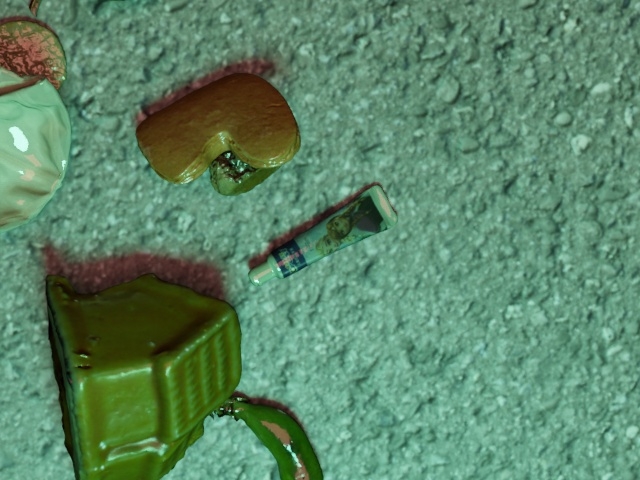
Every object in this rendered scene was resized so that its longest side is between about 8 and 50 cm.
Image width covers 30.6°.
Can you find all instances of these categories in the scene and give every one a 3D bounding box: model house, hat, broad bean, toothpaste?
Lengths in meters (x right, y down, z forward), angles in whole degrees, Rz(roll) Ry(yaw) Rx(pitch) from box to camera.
[{"bbox_3d":[-0.218,0.179,1.497,0.239,0.173,0.268,-10,121,-17],"label":"model house"},{"bbox_3d":[-0.448,-0.132,1.473,0.226,0.164,0.219,29,84,14],"label":"hat"},{"bbox_3d":[-0.064,0.344,1.564,0.144,0.049,0.292,-9,91,1],"label":"broad bean"},{"bbox_3d":[0.000,0.000,1.561,0.216,0.037,0.062,-29,94,-9],"label":"toothpaste"}]

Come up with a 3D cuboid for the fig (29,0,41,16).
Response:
[{"bbox_3d":[-0.289,-0.358,1.492,0.201,0.146,0.133,-12,90,34],"label":"fig"}]

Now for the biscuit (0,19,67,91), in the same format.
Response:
[{"bbox_3d":[-0.388,-0.228,1.520,0.120,0.015,0.120,0,92,-6],"label":"biscuit"}]

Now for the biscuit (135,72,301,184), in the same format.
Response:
[{"bbox_3d":[-0.129,-0.134,1.480,0.192,0.186,0.036,-29,138,-5],"label":"biscuit"}]

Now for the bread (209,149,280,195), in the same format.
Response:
[{"bbox_3d":[-0.098,-0.102,1.523,0.113,0.082,0.060,-34,82,-24],"label":"bread"}]
